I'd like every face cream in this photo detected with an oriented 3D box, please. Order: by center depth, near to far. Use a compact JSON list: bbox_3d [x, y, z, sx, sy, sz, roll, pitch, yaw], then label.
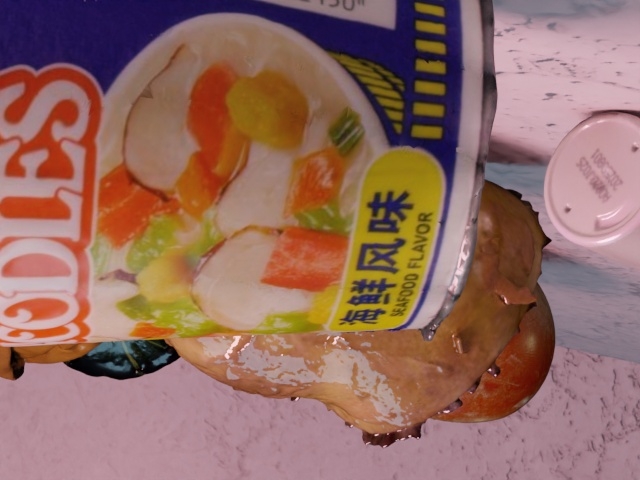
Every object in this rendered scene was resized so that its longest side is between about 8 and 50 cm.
[{"bbox_3d":[0.307,-0.003,1.046,0.102,0.102,0.345,6,172,46],"label":"face cream"}]

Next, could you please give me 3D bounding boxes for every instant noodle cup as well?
[{"bbox_3d":[-0.091,-0.064,0.654,0.312,0.284,0.284,5,175,-8],"label":"instant noodle cup"}]

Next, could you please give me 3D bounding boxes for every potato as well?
[{"bbox_3d":[0.000,0.000,1.130,0.301,0.289,0.237,29,170,43],"label":"potato"}]

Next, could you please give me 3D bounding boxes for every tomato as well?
[{"bbox_3d":[0.165,0.099,1.727,0.270,0.223,0.270,7,-166,-2],"label":"tomato"}]

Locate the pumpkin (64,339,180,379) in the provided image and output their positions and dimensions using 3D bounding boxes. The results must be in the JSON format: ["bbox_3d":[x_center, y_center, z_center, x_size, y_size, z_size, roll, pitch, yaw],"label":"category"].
[{"bbox_3d":[-0.298,0.045,2.005,0.295,0.296,0.296,12,174,1],"label":"pumpkin"}]

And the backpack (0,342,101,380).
[{"bbox_3d":[-0.295,-0.029,1.156,0.353,0.201,0.378,35,160,-24],"label":"backpack"}]
